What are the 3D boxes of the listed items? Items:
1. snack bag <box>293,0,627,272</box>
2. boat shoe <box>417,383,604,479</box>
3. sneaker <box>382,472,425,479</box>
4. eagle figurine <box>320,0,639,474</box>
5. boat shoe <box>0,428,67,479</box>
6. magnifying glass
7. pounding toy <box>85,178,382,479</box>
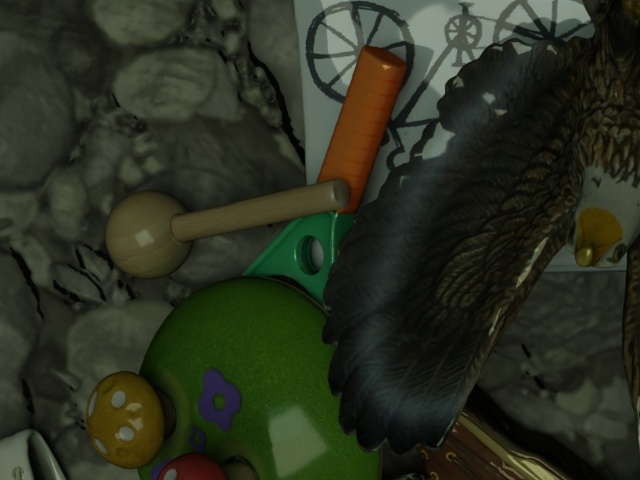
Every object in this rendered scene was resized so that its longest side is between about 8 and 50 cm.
[{"bbox_3d":[0.140,-0.139,1.081,0.323,0.037,0.342,-1,101,14],"label":"snack bag"},{"bbox_3d":[0.081,0.119,1.118,0.178,0.064,0.060,36,104,4],"label":"boat shoe"},{"bbox_3d":[0.049,0.218,1.154,0.073,0.063,0.162,-11,92,32],"label":"sneaker"},{"bbox_3d":[0.147,-0.017,0.988,0.226,0.225,0.298,44,132,33],"label":"eagle figurine"},{"bbox_3d":[-0.150,0.220,1.177,0.076,0.083,0.226,-32,90,17],"label":"boat shoe"},{"bbox_3d":[0.000,0.000,1.103,0.092,0.026,0.231,38,118,36],"label":"magnifying glass"},{"bbox_3d":[-0.069,0.089,1.089,0.183,0.110,0.237,-3,94,43],"label":"pounding toy"}]
